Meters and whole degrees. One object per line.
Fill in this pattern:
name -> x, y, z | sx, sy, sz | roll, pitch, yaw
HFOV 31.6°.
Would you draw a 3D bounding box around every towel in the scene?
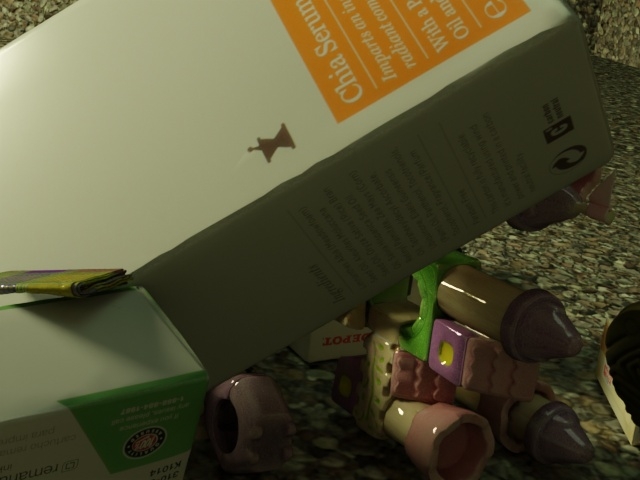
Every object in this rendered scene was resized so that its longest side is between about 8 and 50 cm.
towel -> -0.150, 0.024, 0.610 | 0.083, 0.010, 0.060 | -2, 7, 19

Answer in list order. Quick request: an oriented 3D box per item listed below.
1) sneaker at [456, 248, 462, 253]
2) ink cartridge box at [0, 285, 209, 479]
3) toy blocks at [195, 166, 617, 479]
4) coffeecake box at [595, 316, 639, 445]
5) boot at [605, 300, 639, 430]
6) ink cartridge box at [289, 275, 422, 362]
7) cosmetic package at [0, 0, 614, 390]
sneaker -> 0.000, 0.000, 1.271 | 0.340, 0.125, 0.139 | -5, 26, -24
ink cartridge box -> -0.166, 0.146, 0.609 | 0.160, 0.220, 0.092 | -9, 37, -36
toy blocks -> 0.093, 0.058, 0.858 | 0.308, 0.289, 0.260 | -3, 17, -32
coffeecake box -> 0.368, 0.136, 1.055 | 0.185, 0.068, 0.142 | 5, 20, -2
boot -> 0.362, 0.091, 0.906 | 0.269, 0.236, 0.089 | -37, 6, -38
ink cartridge box -> 0.041, 0.009, 1.129 | 0.148, 0.203, 0.086 | -5, 23, -29
cosmetic package -> -0.069, -0.058, 0.745 | 0.453, 0.161, 0.230 | -31, 57, 6
